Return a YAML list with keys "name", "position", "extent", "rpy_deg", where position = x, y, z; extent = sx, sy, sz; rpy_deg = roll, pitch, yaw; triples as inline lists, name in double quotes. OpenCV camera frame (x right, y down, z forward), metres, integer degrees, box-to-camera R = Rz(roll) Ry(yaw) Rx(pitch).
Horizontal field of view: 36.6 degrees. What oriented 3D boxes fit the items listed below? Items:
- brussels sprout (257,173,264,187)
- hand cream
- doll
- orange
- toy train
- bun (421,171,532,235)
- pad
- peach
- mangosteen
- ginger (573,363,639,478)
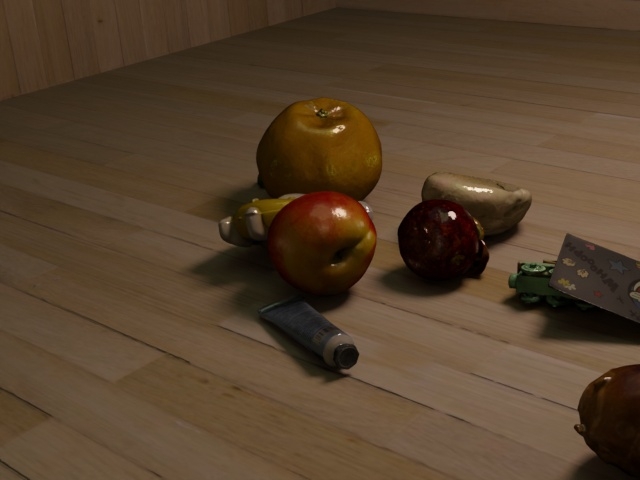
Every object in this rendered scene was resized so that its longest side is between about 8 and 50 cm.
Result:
- name: "brussels sprout"
  position: [-0.110, -0.155, 2.261]
  extent: [0.083, 0.046, 0.051]
  rpy_deg: [-15, 67, -22]
- name: "hand cream"
  position: [-0.015, 0.140, 1.558]
  extent: [0.088, 0.055, 0.256]
  rpy_deg: [-23, 26, -20]
- name: "doll"
  position: [-0.059, -0.033, 1.843]
  extent: [0.237, 0.111, 0.252]
  rpy_deg: [-18, -15, 37]
- name: "orange"
  position: [-0.001, -0.183, 2.077]
  extent: [0.279, 0.235, 0.279]
  rpy_deg: [-5, 31, 3]
- name: "toy train"
  position: [0.411, 0.068, 1.629]
  extent: [0.176, 0.074, 0.118]
  rpy_deg: [6, 18, 25]
- name: "bun"
  position: [0.299, -0.068, 1.902]
  extent: [0.237, 0.116, 0.210]
  rpy_deg: [7, 7, -38]
- name: "pad"
  position: [0.495, 0.076, 1.546]
  extent: [0.246, 0.006, 0.170]
  rpy_deg: [23, 39, 11]
- name: "peach"
  position: [0.000, 0.000, 1.700]
  extent: [0.190, 0.190, 0.192]
  rpy_deg: [-16, 27, -25]
- name: "mangosteen"
  position: [0.220, 0.004, 1.745]
  extent: [0.146, 0.155, 0.181]
  rpy_deg: [-24, -13, 18]
- name: "ginger"
  position: [0.510, 0.210, 1.175]
  extent: [0.358, 0.152, 0.274]
  rpy_deg: [-19, 27, -26]
